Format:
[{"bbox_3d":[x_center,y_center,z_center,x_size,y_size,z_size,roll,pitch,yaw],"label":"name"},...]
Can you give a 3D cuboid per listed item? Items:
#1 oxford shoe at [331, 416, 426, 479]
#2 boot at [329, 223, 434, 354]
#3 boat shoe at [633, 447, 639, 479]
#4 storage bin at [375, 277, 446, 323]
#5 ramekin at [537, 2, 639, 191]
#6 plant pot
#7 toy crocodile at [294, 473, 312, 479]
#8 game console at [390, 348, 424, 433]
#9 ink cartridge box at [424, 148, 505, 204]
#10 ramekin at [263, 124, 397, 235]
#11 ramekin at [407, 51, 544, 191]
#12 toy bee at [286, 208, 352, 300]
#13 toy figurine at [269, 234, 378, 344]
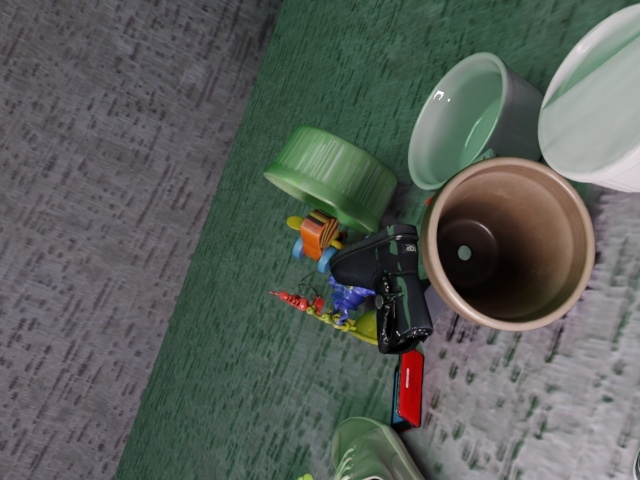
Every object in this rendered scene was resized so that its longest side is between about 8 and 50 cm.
[{"bbox_3d":[0.082,0.426,1.305,0.449,0.130,0.169,-148,68,-73],"label":"oxford shoe"},{"bbox_3d":[0.102,0.104,1.321,0.246,0.094,0.207,-33,56,53],"label":"boot"},{"bbox_3d":[0.443,0.180,0.809,0.306,0.105,0.113,-52,28,32],"label":"boat shoe"},{"bbox_3d":[0.179,0.120,1.398,0.091,0.098,0.135,-25,12,43],"label":"storage bin"},{"bbox_3d":[0.458,-0.196,1.074,0.273,0.127,0.272,-46,32,41],"label":"ramekin"},{"bbox_3d":[0.272,0.013,1.197,0.229,0.263,0.263,141,148,-81],"label":"plant pot"},{"bbox_3d":[-0.049,0.639,1.483,0.115,0.105,0.340,-47,26,40],"label":"toy crocodile"},{"bbox_3d":[0.146,0.278,1.388,0.085,0.124,0.144,-13,55,31],"label":"game console"},{"bbox_3d":[0.292,-0.072,1.296,0.179,0.145,0.045,-44,31,43],"label":"ink cartridge box"},{"bbox_3d":[0.032,-0.145,1.735,0.148,0.303,0.303,-61,23,-3],"label":"ramekin"},{"bbox_3d":[0.302,-0.202,1.401,0.277,0.135,0.277,-46,32,41],"label":"ramekin"},{"bbox_3d":[0.000,0.000,1.840,0.162,0.195,0.298,-53,3,-30],"label":"toy bee"},{"bbox_3d":[0.065,0.083,1.610,0.217,0.191,0.362,-65,25,-5],"label":"toy figurine"}]
